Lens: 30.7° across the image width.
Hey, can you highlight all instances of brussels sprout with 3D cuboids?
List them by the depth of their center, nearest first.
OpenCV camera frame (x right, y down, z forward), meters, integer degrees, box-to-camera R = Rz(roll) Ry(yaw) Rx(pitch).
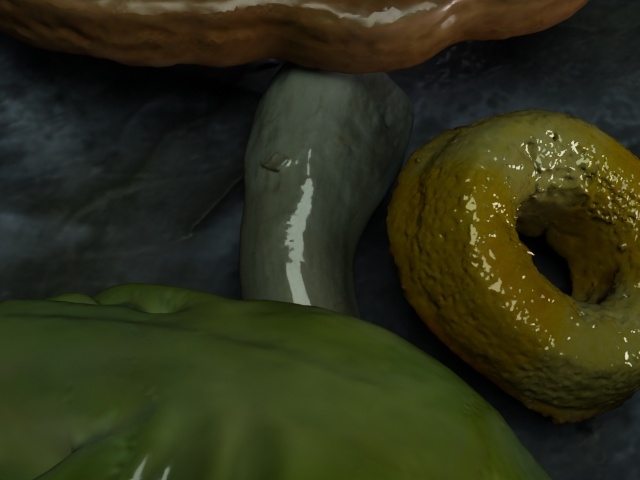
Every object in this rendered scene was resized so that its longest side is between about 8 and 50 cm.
[{"bbox_3d":[-0.051,0.168,0.443,0.344,0.268,0.344,0,81,2],"label":"brussels sprout"}]

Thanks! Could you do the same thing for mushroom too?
[{"bbox_3d":[-0.003,-0.001,0.628,0.081,0.092,0.223,-15,56,35],"label":"mushroom"}]

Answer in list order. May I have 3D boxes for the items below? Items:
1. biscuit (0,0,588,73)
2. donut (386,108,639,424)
[{"bbox_3d":[-0.018,-0.237,0.694,0.455,0.078,0.350,-10,59,-6],"label":"biscuit"},{"bbox_3d":[0.125,0.004,0.620,0.178,0.065,0.162,31,58,-14],"label":"donut"}]
